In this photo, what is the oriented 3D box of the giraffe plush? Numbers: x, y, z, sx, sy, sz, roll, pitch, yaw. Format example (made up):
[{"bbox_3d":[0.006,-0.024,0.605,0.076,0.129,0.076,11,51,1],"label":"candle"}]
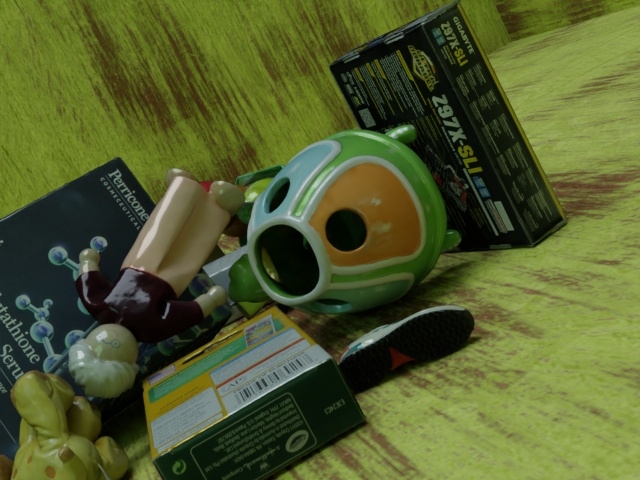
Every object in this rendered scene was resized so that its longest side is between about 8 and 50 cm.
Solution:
[{"bbox_3d":[-0.331,0.278,1.132,0.170,0.181,0.210,-38,46,-1],"label":"giraffe plush"}]

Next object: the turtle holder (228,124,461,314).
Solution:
[{"bbox_3d":[0.001,-0.017,1.320,0.320,0.243,0.227,9,29,40],"label":"turtle holder"}]

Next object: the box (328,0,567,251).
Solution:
[{"bbox_3d":[0.166,-0.139,1.343,0.079,0.322,0.257,-34,12,-26],"label":"box"}]

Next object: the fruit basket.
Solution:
[{"bbox_3d":[-0.179,-0.049,1.960,0.353,0.165,0.327,-10,1,-30],"label":"fruit basket"}]

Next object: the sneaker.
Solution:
[{"bbox_3d":[0.091,0.105,1.082,0.161,0.057,0.075,-28,16,13],"label":"sneaker"}]

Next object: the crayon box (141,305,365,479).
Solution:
[{"bbox_3d":[-0.091,0.180,1.112,0.203,0.083,0.323,-29,11,-8],"label":"crayon box"}]

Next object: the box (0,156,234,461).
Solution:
[{"bbox_3d":[-0.378,0.121,1.400,0.395,0.293,0.212,-34,-8,-30],"label":"box"}]

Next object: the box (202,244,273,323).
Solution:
[{"bbox_3d":[-0.156,0.080,1.719,0.170,0.091,0.130,-26,11,5],"label":"box"}]

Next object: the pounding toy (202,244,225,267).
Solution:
[{"bbox_3d":[-0.226,0.077,1.954,0.130,0.100,0.141,-37,0,39],"label":"pounding toy"}]

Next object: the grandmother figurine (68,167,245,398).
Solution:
[{"bbox_3d":[-0.231,0.057,1.296,0.207,0.104,0.342,10,54,18],"label":"grandmother figurine"}]

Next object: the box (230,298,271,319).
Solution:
[{"bbox_3d":[-0.079,0.066,1.591,0.178,0.042,0.109,-45,-1,-10],"label":"box"}]
